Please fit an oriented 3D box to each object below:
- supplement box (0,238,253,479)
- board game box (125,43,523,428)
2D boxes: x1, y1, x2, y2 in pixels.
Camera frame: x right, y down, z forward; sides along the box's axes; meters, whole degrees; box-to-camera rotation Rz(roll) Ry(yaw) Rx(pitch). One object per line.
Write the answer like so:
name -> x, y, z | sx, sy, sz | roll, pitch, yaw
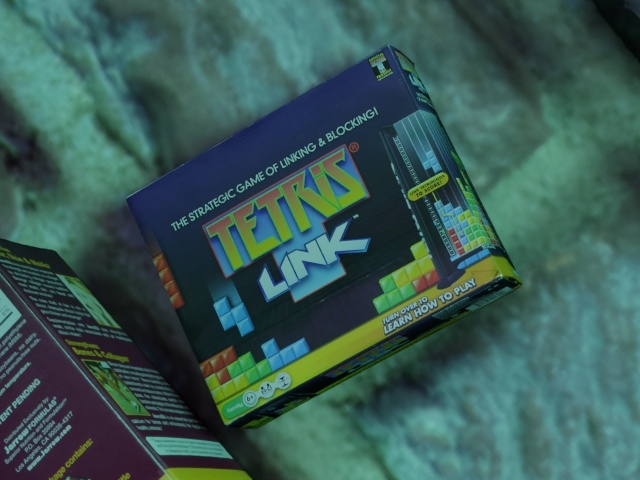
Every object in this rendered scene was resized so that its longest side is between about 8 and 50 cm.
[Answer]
supplement box -> -0.137, 0.089, 1.054 | 0.081, 0.104, 0.188 | -46, 70, 9
board game box -> 0.000, 0.000, 1.046 | 0.170, 0.048, 0.141 | -30, 75, 14
